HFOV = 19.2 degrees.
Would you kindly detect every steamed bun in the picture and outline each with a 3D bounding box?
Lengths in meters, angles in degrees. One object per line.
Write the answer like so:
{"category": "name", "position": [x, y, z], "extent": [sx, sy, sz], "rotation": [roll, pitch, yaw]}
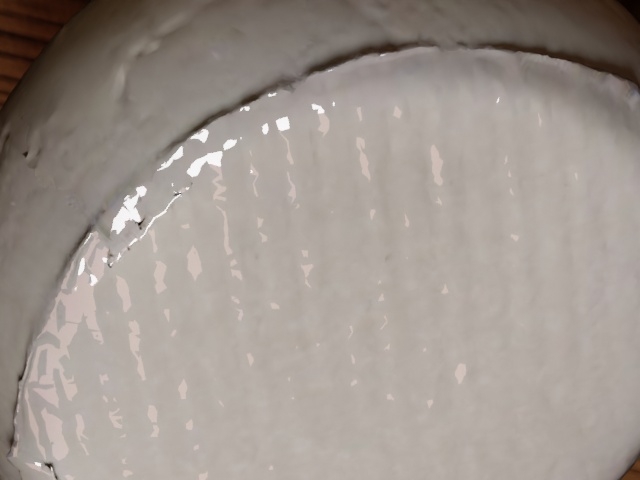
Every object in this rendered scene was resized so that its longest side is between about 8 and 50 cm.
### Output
{"category": "steamed bun", "position": [0.000, 0.000, 0.927], "extent": [0.374, 0.241, 0.374], "rotation": [-10, 131, -12]}
